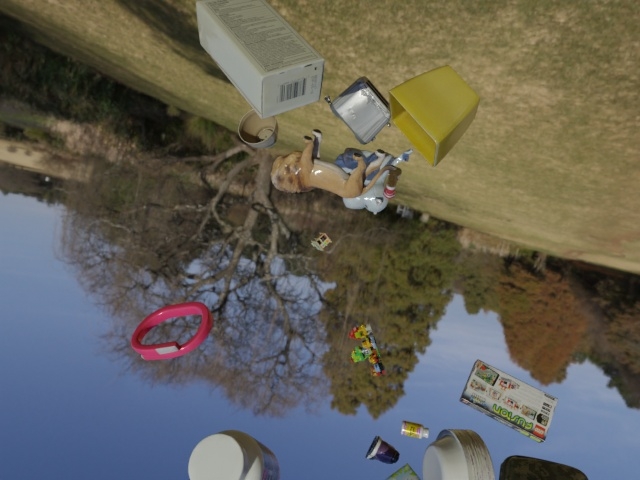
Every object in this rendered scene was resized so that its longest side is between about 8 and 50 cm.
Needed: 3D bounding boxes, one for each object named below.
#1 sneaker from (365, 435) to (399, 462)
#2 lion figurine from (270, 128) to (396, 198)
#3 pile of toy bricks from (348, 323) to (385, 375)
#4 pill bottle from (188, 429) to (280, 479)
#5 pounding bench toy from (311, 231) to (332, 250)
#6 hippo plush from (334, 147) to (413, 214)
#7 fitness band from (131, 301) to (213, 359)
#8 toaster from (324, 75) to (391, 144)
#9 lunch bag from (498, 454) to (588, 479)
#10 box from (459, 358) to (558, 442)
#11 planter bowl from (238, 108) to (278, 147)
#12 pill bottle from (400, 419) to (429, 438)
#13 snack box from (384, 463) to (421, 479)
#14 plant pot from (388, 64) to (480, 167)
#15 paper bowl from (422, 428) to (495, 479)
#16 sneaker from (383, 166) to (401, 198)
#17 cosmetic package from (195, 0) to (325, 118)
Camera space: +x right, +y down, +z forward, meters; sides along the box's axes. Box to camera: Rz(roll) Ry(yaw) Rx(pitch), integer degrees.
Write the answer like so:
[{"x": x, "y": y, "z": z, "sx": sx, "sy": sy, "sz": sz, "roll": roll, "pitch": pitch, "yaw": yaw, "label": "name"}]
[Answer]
[{"x": 0.276, "y": 0.937, "z": 2.102, "sx": 0.124, "sy": 0.107, "sz": 0.283, "roll": 28, "pitch": 162, "yaw": 12, "label": "sneaker"}, {"x": 0.030, "y": -0.216, "z": 1.573, "sx": 0.392, "sy": 0.240, "sz": 0.142, "roll": 22, "pitch": -143, "yaw": 6, "label": "lion figurine"}, {"x": 0.154, "y": 0.402, "z": 1.699, "sx": 0.105, "sy": 0.212, "sz": 0.118, "roll": -17, "pitch": -140, "yaw": 5, "label": "pile of toy bricks"}, {"x": -0.215, "y": 0.579, "z": 1.206, "sx": 0.176, "sy": 0.176, "sz": 0.318, "roll": 14, "pitch": 153, "yaw": 16, "label": "pill bottle"}, {"x": 0.000, "y": 0.000, "z": 2.060, "sx": 0.052, "sy": 0.065, "sz": 0.083, "roll": 51, "pitch": 164, "yaw": -21, "label": "pounding bench toy"}, {"x": 0.198, "y": -0.223, "z": 1.898, "sx": 0.294, "sy": 0.236, "sz": 0.234, "roll": 3, "pitch": 174, "yaw": 3, "label": "hippo plush"}, {"x": -0.493, "y": 0.298, "z": 1.600, "sx": 0.291, "sy": 0.054, "sz": 0.209, "roll": -10, "pitch": -145, "yaw": 21, "label": "fitness band"}, {"x": 0.140, "y": -0.452, "z": 1.635, "sx": 0.227, "sy": 0.146, "sz": 0.129, "roll": 46, "pitch": -154, "yaw": -11, "label": "toaster"}, {"x": 0.519, "y": 0.707, "z": 1.124, "sx": 0.213, "sy": 0.256, "sz": 0.305, "roll": 5, "pitch": -156, "yaw": 20, "label": "lunch bag"}, {"x": 0.465, "y": 0.395, "z": 1.190, "sx": 0.207, "sy": 0.114, "sz": 0.036, "roll": 25, "pitch": 155, "yaw": 16, "label": "box"}, {"x": -0.236, "y": -0.440, "z": 1.948, "sx": 0.162, "sy": 0.162, "sz": 0.109, "roll": 15, "pitch": 168, "yaw": 22, "label": "planter bowl"}, {"x": 0.295, "y": 0.593, "z": 1.501, "sx": 0.083, "sy": 0.043, "sz": 0.043, "roll": 8, "pitch": -176, "yaw": 12, "label": "pill bottle"}, {"x": 0.299, "y": 0.968, "z": 1.785, "sx": 0.207, "sy": 0.070, "sz": 0.174, "roll": -27, "pitch": -146, "yaw": -16, "label": "snack box"}, {"x": 0.344, "y": -0.379, "z": 1.414, "sx": 0.212, "sy": 0.187, "sz": 0.212, "roll": 53, "pitch": -178, "yaw": 15, "label": "plant pot"}, {"x": 0.428, "y": 0.758, "z": 1.545, "sx": 0.148, "sy": 0.284, "sz": 0.284, "roll": 5, "pitch": -174, "yaw": -10, "label": "paper bowl"}, {"x": 0.233, "y": -0.185, "z": 1.558, "sx": 0.042, "sy": 0.067, "sz": 0.118, "roll": 17, "pitch": -133, "yaw": 10, "label": "sneaker"}, {"x": -0.141, "y": -0.428, "z": 1.084, "sx": 0.160, "sy": 0.113, "sz": 0.309, "roll": -24, "pitch": -120, "yaw": -23, "label": "cosmetic package"}]
